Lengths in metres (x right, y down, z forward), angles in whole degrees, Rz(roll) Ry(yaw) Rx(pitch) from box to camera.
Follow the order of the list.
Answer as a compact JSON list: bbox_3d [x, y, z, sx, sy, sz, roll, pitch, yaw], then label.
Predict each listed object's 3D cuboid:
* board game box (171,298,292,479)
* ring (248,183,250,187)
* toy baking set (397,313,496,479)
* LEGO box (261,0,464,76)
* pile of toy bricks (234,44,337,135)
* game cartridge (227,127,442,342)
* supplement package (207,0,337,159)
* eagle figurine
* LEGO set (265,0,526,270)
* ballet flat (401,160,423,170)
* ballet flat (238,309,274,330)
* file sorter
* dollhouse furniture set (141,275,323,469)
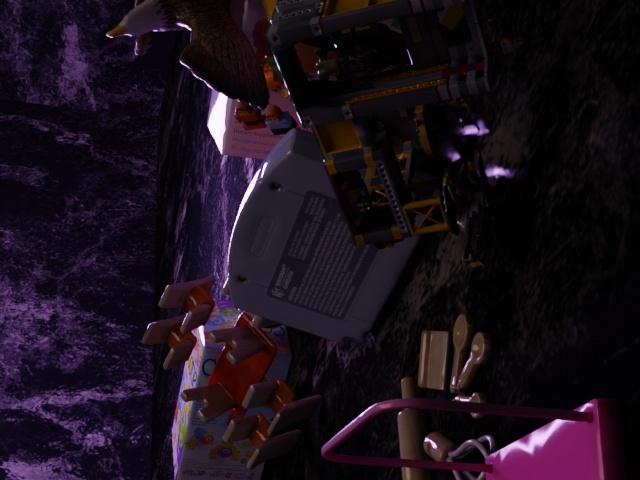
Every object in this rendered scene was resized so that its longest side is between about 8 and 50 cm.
[{"bbox_3d":[-0.150,0.250,1.913,0.142,0.144,0.275,-106,27,-58],"label":"board game box"},{"bbox_3d":[-0.128,0.042,2.151,0.336,0.032,0.336,-174,90,-76],"label":"ring"},{"bbox_3d":[0.118,0.188,1.114,0.197,0.030,0.256,120,153,-57],"label":"toy baking set"},{"bbox_3d":[0.073,-0.468,1.245,0.372,0.193,0.500,-107,27,-58],"label":"LEGO box"},{"bbox_3d":[-0.033,-0.214,1.479,0.105,0.212,0.118,49,-137,-50],"label":"pile of toy bricks"},{"bbox_3d":[0.000,0.000,1.321,0.294,0.196,0.060,114,170,-49],"label":"game cartridge"},{"bbox_3d":[-0.046,-0.272,1.664,0.175,0.177,0.293,-123,40,-68],"label":"supplement package"},{"bbox_3d":[-0.146,-0.282,1.384,0.298,0.226,0.225,14,70,53],"label":"eagle figurine"},{"bbox_3d":[0.096,-0.153,1.044,0.255,0.192,0.331,-71,-33,-56],"label":"LEGO set"},{"bbox_3d":[0.079,-0.097,1.286,0.074,0.074,0.203,-98,-11,-45],"label":"ballet flat"},{"bbox_3d":[-0.080,0.081,1.849,0.280,0.095,0.096,-88,1,-61],"label":"ballet flat"},{"bbox_3d":[0.099,0.274,0.841,0.202,0.182,0.290,125,149,-63],"label":"file sorter"},{"bbox_3d":[-0.093,0.141,1.654,0.262,0.135,0.259,45,126,26],"label":"dollhouse furniture set"}]
